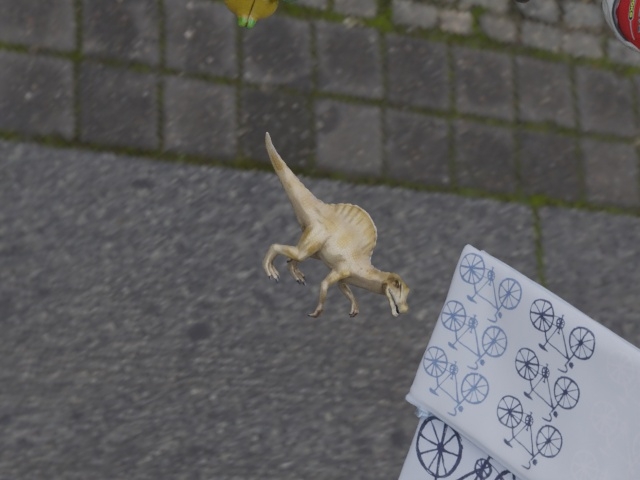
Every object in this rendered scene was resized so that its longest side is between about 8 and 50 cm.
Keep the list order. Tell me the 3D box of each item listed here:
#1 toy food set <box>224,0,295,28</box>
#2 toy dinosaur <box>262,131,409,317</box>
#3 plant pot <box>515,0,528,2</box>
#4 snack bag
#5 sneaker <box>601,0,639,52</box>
[{"bbox_3d":[-0.068,-0.236,1.381,0.128,0.218,0.071,12,74,2],"label":"toy food set"},{"bbox_3d":[0.000,0.000,1.348,0.183,0.092,0.053,48,21,5],"label":"toy dinosaur"},{"bbox_3d":[0.132,-0.325,1.622,0.165,0.167,0.167,3,73,-12],"label":"plant pot"},{"bbox_3d":[0.189,0.219,1.556,0.037,0.323,0.343,4,112,-41],"label":"snack bag"},{"bbox_3d":[0.415,-0.294,1.666,0.107,0.118,0.279,35,101,-35],"label":"sneaker"}]
